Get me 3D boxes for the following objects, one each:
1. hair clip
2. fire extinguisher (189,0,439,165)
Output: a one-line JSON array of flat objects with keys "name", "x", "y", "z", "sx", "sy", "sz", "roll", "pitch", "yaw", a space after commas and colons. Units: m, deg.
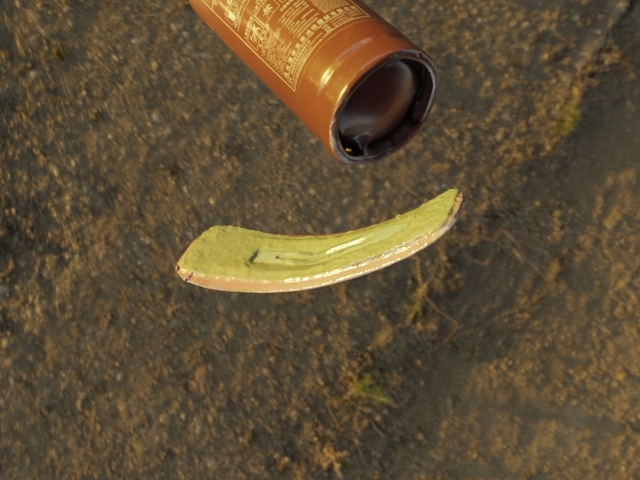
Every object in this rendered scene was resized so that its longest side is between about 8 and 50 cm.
[{"name": "hair clip", "x": 0.001, "y": 0.001, "z": 0.410, "sx": 0.137, "sy": 0.054, "sz": 0.022, "roll": -9, "pitch": 111, "yaw": 22}, {"name": "fire extinguisher", "x": -0.024, "y": -0.173, "z": 0.682, "sx": 0.104, "sy": 0.269, "sz": 0.105, "roll": -25, "pitch": 142, "yaw": -22}]
